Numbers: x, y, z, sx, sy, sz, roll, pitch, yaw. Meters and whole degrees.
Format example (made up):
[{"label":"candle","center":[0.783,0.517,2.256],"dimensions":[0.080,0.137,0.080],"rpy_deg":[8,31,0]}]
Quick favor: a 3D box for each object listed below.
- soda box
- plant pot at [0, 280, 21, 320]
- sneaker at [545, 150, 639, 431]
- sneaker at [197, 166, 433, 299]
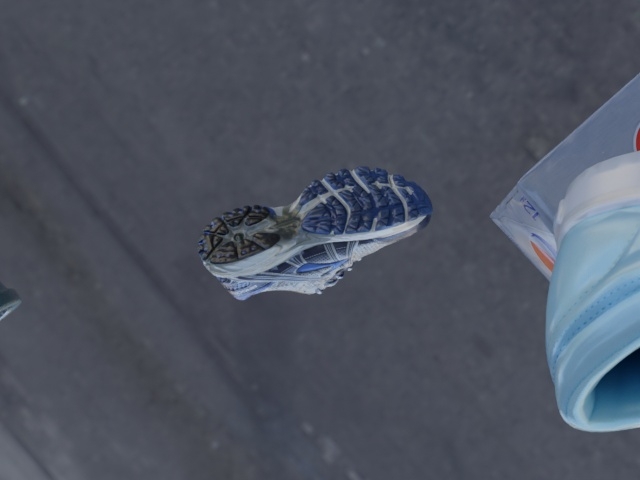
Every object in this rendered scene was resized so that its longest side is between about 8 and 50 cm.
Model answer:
[{"label":"soda box","center":[0.246,-0.080,1.162],"dimensions":[0.098,0.286,0.091],"rpy_deg":[48,167,5]},{"label":"plant pot","center":[-0.340,0.004,0.944],"dimensions":[0.255,0.272,0.271],"rpy_deg":[55,153,-1]},{"label":"sneaker","center":[0.267,0.031,0.802],"dimensions":[0.366,0.150,0.135],"rpy_deg":[-11,142,36]},{"label":"sneaker","center":[0.000,0.000,1.057],"dimensions":[0.058,0.135,0.052],"rpy_deg":[71,-173,-48]}]
